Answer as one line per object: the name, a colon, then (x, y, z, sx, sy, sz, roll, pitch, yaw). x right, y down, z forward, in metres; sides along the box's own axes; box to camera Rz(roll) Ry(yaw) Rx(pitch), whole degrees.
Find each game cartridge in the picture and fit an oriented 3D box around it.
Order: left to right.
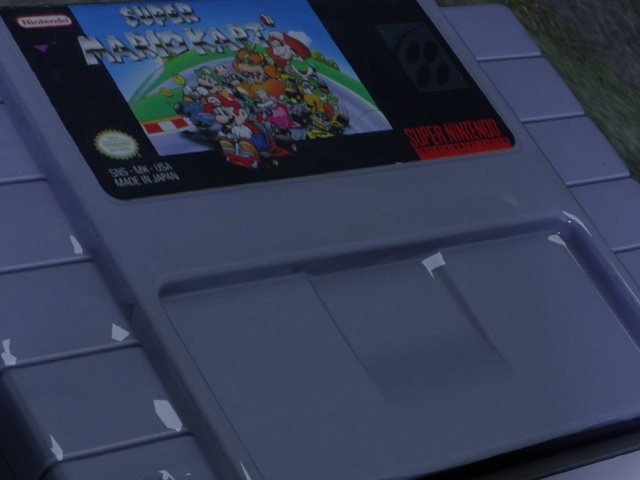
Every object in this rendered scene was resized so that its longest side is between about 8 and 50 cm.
game cartridge: (0.000, 0.000, 0.753, 0.355, 0.068, 0.230, -9, 61, -42)

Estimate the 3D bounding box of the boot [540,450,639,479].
boot: (0.124, 0.080, 0.892, 0.190, 0.069, 0.086, 10, 21, -42)
